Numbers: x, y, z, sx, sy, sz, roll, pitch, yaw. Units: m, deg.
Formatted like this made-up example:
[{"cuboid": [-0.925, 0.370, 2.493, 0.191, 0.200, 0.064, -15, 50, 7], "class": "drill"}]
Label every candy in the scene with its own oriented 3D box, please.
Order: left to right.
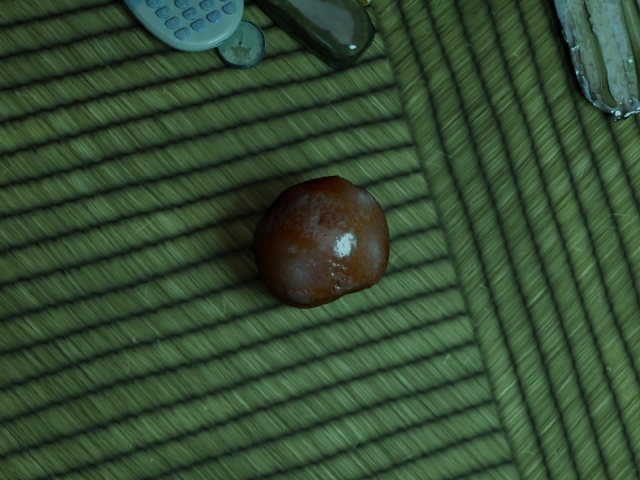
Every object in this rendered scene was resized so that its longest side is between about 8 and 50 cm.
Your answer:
[{"cuboid": [-0.018, -0.381, 1.409, 0.234, 0.104, 0.102, 38, 84, -2], "class": "candy"}]

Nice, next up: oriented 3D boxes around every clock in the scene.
[{"cuboid": [-0.130, -0.322, 1.427, 0.085, 0.017, 0.085, 1, 83, -8], "class": "clock"}]

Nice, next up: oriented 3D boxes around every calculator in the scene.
[{"cuboid": [-0.244, -0.441, 1.406, 0.188, 0.042, 0.302, -31, 84, -10], "class": "calculator"}]

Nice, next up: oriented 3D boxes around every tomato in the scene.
[{"cuboid": [0.000, 0.000, 1.314, 0.208, 0.208, 0.184, -16, 81, -10], "class": "tomato"}]

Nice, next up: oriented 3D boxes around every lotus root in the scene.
[{"cuboid": [0.496, -0.366, 1.503, 0.167, 0.078, 0.329, -11, 86, 13], "class": "lotus root"}]

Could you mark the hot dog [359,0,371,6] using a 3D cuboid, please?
[{"cuboid": [0.040, -0.452, 1.463, 0.137, 0.028, 0.044, 46, 105, 2], "class": "hot dog"}]
